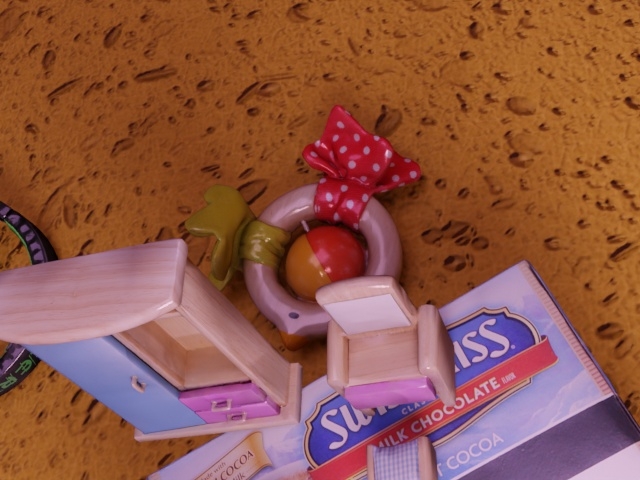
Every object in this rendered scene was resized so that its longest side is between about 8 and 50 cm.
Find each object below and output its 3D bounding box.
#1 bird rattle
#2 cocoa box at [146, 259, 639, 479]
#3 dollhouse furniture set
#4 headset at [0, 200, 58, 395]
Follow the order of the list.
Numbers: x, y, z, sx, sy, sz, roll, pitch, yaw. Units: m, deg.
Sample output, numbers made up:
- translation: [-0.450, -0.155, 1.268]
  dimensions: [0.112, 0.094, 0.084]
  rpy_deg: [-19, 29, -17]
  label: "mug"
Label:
- translation: [0.000, 0.000, 1.057]
  dimensions: [0.253, 0.143, 0.207]
  rpy_deg: [-25, 68, -8]
  label: "bird rattle"
- translation: [0.086, 0.225, 0.804]
  dimensions: [0.347, 0.231, 0.228]
  rpy_deg: [-30, 55, 4]
  label: "cocoa box"
- translation: [-0.072, 0.179, 0.632]
  dimensions: [0.286, 0.198, 0.303]
  rpy_deg: [-10, 57, 19]
  label: "dollhouse furniture set"
- translation: [-0.474, 0.043, 1.209]
  dimensions: [0.394, 0.185, 0.243]
  rpy_deg: [27, 78, 15]
  label: "headset"
